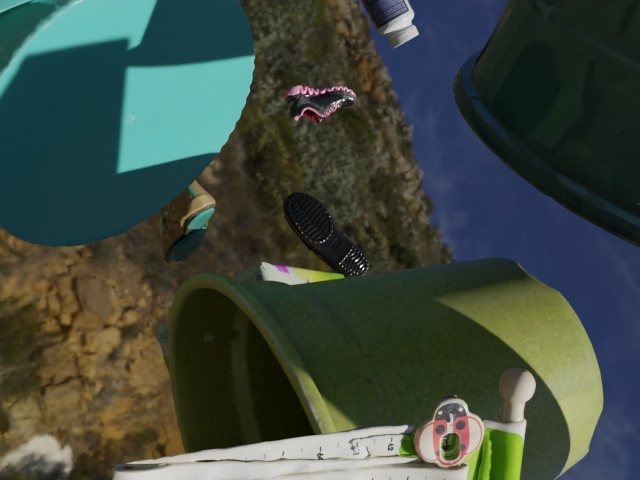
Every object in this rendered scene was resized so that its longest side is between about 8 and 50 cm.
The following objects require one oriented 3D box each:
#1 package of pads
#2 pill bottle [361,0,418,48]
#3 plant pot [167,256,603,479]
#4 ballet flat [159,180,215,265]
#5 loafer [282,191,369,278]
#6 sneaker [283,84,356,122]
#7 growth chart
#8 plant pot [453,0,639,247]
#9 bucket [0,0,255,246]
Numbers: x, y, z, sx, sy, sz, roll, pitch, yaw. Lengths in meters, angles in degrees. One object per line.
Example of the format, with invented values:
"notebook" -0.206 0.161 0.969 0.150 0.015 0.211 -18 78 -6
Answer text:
"package of pads" -0.093 0.137 1.282 0.229 0.296 0.101 -34 -110 19
"pill bottle" 0.112 -0.382 1.330 0.120 0.067 0.067 60 -23 -10
"plant pot" 0.056 0.128 0.604 0.276 0.254 0.276 34 -48 50
"ballet flat" -0.217 -0.033 1.276 0.073 0.080 0.232 55 -30 8
"loafer" 0.000 0.000 1.619 0.220 0.080 0.078 50 -23 -1
"sneaker" 0.002 -0.204 1.233 0.047 0.119 0.057 134 -54 -58
"growth chart" -0.016 0.152 0.341 0.021 0.237 0.171 -145 -131 -66
"plant pot" 0.300 -0.195 0.495 0.341 0.341 0.334 50 -45 40
"bucket" -0.199 -0.143 0.624 0.183 0.281 0.281 42 -35 23
